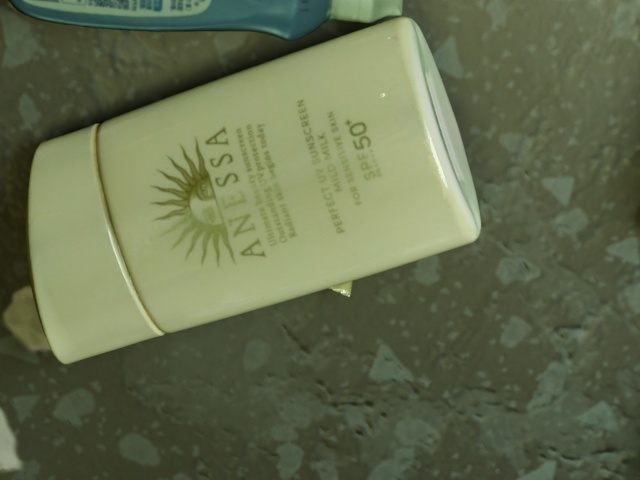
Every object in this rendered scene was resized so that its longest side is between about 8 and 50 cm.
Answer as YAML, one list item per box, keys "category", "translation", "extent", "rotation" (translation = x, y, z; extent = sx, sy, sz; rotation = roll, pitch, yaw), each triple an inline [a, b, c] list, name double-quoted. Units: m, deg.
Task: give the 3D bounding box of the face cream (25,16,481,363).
- category: "face cream"
  translation: [-0.066, -0.034, 1.399]
  extent: [0.349, 0.081, 0.173]
  rotation: [-17, 90, 18]

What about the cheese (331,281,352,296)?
- category: "cheese"
  translation: [0.000, 0.001, 1.448]
  extent: [0.060, 0.041, 0.084]
  rotation: [1, 89, -2]

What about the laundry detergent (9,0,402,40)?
- category: "laundry detergent"
  translation: [-0.080, -0.215, 1.360]
  extent: [0.290, 0.094, 0.143]
  rotation: [8, 105, -1]
